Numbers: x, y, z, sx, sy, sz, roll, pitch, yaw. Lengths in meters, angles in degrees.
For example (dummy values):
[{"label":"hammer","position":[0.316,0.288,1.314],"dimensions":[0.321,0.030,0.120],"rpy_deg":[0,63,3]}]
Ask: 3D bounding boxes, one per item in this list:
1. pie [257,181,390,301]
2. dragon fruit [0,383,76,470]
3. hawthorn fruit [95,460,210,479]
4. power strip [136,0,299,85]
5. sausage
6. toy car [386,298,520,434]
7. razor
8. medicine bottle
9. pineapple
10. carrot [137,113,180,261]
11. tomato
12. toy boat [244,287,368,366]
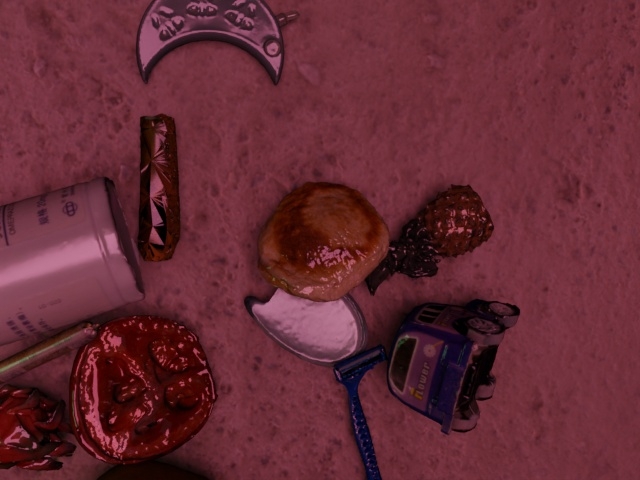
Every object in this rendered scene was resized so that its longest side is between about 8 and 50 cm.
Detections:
[{"label":"pie","position":[0.000,0.000,1.102],"dimensions":[0.205,0.084,0.179],"rpy_deg":[-40,56,-15]},{"label":"dragon fruit","position":[-0.442,0.278,1.067],"dimensions":[0.142,0.130,0.121],"rpy_deg":[1,72,31]},{"label":"hawthorn fruit","position":[-0.252,0.465,1.021],"dimensions":[0.268,0.301,0.267],"rpy_deg":[0,90,-5]},{"label":"power strip","position":[-0.156,-0.321,1.110],"dimensions":[0.253,0.054,0.167],"rpy_deg":[-3,95,-9]},{"label":"sausage","position":[-0.423,0.172,1.053],"dimensions":[0.269,0.033,0.033],"rpy_deg":[-25,99,20]},{"label":"toy car","position":[0.205,0.174,1.138],"dimensions":[0.158,0.235,0.172],"rpy_deg":[21,112,23]},{"label":"razor","position":[0.076,0.322,1.180],"dimensions":[0.093,0.056,0.324],"rpy_deg":[-20,113,-27]},{"label":"medicine bottle","position":[-0.432,0.045,1.014],"dimensions":[0.332,0.190,0.190],"rpy_deg":[-18,97,-9]},{"label":"pineapple","position":[0.155,0.003,1.167],"dimensions":[0.237,0.119,0.111],"rpy_deg":[-30,143,-3]},{"label":"carrot","position":[-0.248,-0.083,1.105],"dimensions":[0.069,0.069,0.228],"rpy_deg":[0,93,-10]},{"label":"tomato","position":[-0.278,0.229,1.102],"dimensions":[0.228,0.101,0.228],"rpy_deg":[5,79,-26]},{"label":"toy boat","position":[-0.017,0.122,1.164],"dimensions":[0.208,0.079,0.134],"rpy_deg":[33,80,0]}]
